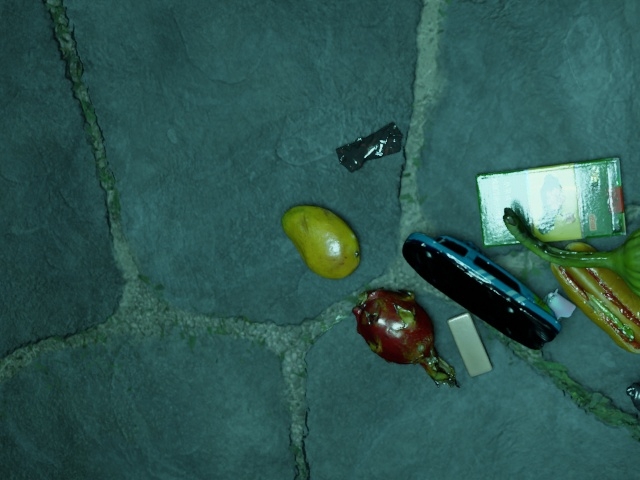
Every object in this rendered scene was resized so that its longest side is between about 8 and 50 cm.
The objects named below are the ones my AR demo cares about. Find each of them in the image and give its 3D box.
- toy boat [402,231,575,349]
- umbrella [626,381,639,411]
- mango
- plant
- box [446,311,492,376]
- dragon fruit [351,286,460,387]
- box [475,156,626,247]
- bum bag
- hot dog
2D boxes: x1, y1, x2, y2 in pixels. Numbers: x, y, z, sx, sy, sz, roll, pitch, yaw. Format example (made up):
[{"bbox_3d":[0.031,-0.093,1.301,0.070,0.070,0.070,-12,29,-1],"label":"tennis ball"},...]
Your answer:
[{"bbox_3d":[0.287,0.064,1.255,0.299,0.134,0.092,36,73,10],"label":"toy boat"},{"bbox_3d":[0.620,0.196,1.157,0.272,0.122,0.110,-40,110,9],"label":"umbrella"},{"bbox_3d":[0.006,-0.003,1.335,0.115,0.089,0.165,-36,83,28],"label":"mango"},{"bbox_3d":[0.493,0.009,1.153,0.334,0.180,0.251,14,144,37],"label":"plant"},{"bbox_3d":[0.272,0.189,1.310,0.048,0.025,0.115,-23,90,14],"label":"box"},{"bbox_3d":[0.164,0.183,1.307,0.125,0.125,0.246,-41,101,4],"label":"dragon fruit"},{"bbox_3d":[0.392,-0.063,1.234,0.235,0.034,0.132,-6,95,19],"label":"box"},{"bbox_3d":[0.090,-0.167,1.310,0.125,0.034,0.057,-22,82,18],"label":"bum bag"},{"bbox_3d":[0.489,0.102,1.213,0.236,0.062,0.092,44,104,6],"label":"hot dog"}]
